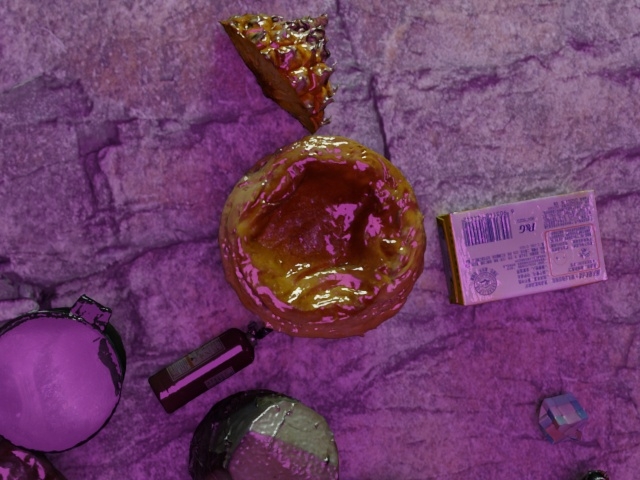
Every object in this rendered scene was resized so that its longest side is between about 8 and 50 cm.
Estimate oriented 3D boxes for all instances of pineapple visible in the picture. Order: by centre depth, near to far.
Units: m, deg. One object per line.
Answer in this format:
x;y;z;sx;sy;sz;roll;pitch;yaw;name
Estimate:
-0.032;-0.313;1.709;0.164;0.140;0.249;-33;92;-7;pineapple

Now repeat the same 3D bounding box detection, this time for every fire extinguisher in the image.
-0.172;0.201;1.717;0.231;0.099;0.071;-31;88;-5;fire extinguisher

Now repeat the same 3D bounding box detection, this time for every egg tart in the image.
0.000;0.000;1.713;0.352;0.150;0.351;1;87;-12;egg tart

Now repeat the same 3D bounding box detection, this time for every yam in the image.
-0.087;0.338;1.650;0.202;0.271;0.201;18;87;-14;yam

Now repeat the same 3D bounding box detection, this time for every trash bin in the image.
-0.399;0.200;1.586;0.203;0.301;0.252;28;84;-7;trash bin

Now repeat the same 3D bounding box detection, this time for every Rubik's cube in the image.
0.418;0.316;1.816;0.084;0.075;0.073;0;136;-8;Rubik's cube

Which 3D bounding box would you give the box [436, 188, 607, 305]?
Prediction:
0.345;0.013;1.784;0.265;0.097;0.168;-11;93;-7;box

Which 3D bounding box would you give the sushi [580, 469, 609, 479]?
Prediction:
0.439;0.495;1.811;0.103;0.097;0.226;41;101;-1;sushi

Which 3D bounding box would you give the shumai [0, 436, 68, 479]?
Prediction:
-0.544;0.456;1.546;0.304;0.263;0.309;48;120;-3;shumai
